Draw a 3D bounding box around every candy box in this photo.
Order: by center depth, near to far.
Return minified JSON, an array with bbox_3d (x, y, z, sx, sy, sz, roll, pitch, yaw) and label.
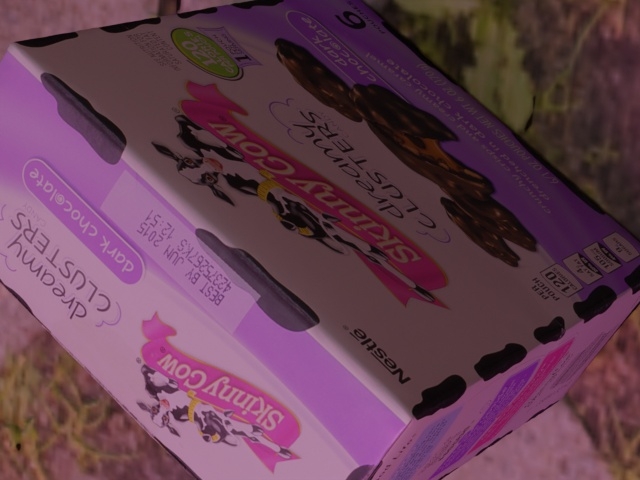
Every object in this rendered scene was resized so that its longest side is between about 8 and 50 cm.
[{"bbox_3d":[0.000,0.000,0.589,0.165,0.196,0.070,43,119,15],"label":"candy box"}]
